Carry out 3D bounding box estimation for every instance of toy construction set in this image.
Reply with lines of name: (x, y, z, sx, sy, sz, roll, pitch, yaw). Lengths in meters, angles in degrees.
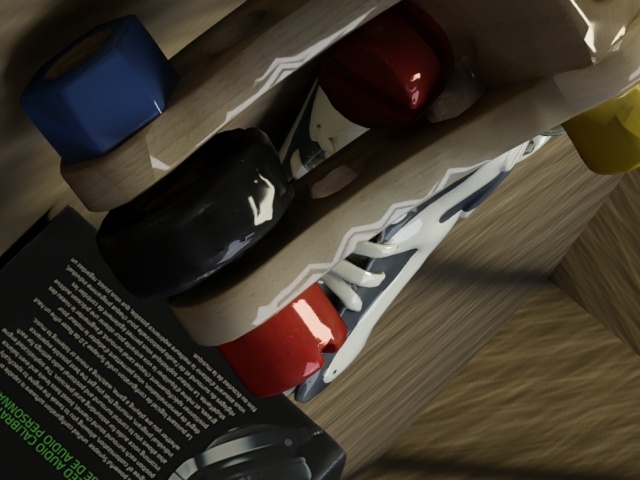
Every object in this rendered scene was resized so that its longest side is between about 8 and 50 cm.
toy construction set: (0.106, -0.053, 0.521, 0.237, 0.309, 0.257, -48, -179, -39)

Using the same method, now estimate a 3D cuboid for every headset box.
headset box: (-0.141, 0.165, 0.685, 0.283, 0.131, 0.246, -45, 170, -21)

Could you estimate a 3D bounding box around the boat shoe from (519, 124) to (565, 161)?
boat shoe: (0.080, -0.080, 0.864, 0.114, 0.091, 0.302, -48, 171, -10)

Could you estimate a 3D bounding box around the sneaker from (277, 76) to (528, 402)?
sneaker: (0.000, 0.000, 0.799, 0.153, 0.094, 0.235, -55, -176, -22)
